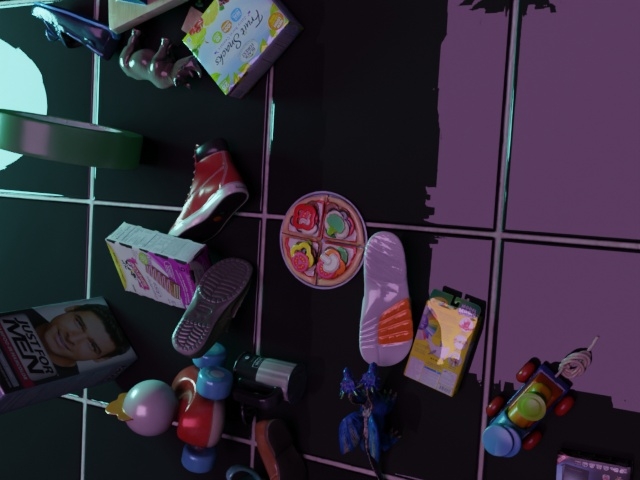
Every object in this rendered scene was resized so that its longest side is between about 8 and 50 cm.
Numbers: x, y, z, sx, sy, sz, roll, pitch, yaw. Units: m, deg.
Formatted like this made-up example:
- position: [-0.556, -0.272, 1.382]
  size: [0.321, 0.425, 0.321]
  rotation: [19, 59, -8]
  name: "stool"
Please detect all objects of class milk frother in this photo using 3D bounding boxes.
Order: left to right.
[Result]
- position: [-0.107, 0.321, 1.510]
  size: [0.135, 0.129, 0.143]
  rotation: [8, 139, 27]
  name: "milk frother"

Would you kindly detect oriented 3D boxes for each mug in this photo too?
- position: [-0.140, 0.549, 1.502]
  size: [0.129, 0.098, 0.157]
  rotation: [56, 151, 39]
  name: "mug"

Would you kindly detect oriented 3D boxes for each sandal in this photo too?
- position: [0.130, 0.109, 1.376]
  size: [0.102, 0.076, 0.265]
  rotation: [3, 101, 10]
  name: "sandal"

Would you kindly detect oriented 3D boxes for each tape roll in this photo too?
- position: [-0.555, -0.223, 1.579]
  size: [0.321, 0.321, 0.077]
  rotation: [15, 99, 26]
  name: "tape roll"

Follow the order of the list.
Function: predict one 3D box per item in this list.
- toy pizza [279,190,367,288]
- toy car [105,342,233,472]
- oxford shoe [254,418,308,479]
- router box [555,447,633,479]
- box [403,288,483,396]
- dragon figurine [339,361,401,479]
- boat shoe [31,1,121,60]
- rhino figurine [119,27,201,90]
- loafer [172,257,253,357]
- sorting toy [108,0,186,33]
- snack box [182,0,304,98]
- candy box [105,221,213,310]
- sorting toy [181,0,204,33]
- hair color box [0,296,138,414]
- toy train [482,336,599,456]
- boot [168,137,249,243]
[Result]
- position: [0.000, 0.000, 1.463]
  size: [0.201, 0.032, 0.201]
  rotation: [1, 93, 27]
  name: "toy pizza"
- position: [-0.323, 0.337, 1.502]
  size: [0.238, 0.210, 0.219]
  rotation: [9, 109, -17]
  name: "toy car"
- position: [-0.084, 0.471, 1.511]
  size: [0.076, 0.076, 0.212]
  rotation: [-12, 95, 48]
  name: "oxford shoe"
- position: [0.467, 0.416, 1.237]
  size: [0.123, 0.038, 0.092]
  rotation: [3, 95, 27]
  name: "router box"
- position: [0.231, 0.187, 1.347]
  size: [0.105, 0.043, 0.179]
  rotation: [22, 105, 25]
  name: "box"
- position: [0.089, 0.365, 1.371]
  size: [0.085, 0.144, 0.288]
  rotation: [3, 94, 28]
  name: "dragon figurine"
- position: [-0.594, -0.497, 1.709]
  size: [0.258, 0.109, 0.089]
  rotation: [27, 108, 26]
  name: "boat shoe"
- position: [-0.352, -0.393, 1.603]
  size: [0.243, 0.073, 0.106]
  rotation: [23, 97, 27]
  name: "rhino figurine"
- position: [-0.224, 0.143, 1.510]
  size: [0.094, 0.087, 0.251]
  rotation: [25, 60, 16]
  name: "loafer"
- position: [-0.386, -0.622, 1.569]
  size: [0.256, 0.089, 0.257]
  rotation: [-15, 72, 27]
  name: "sorting toy"
- position: [-0.163, -0.431, 1.507]
  size: [0.207, 0.070, 0.174]
  rotation: [-44, 73, 23]
  name: "snack box"
- position: [-0.344, 0.062, 1.582]
  size: [0.234, 0.071, 0.159]
  rotation: [14, 134, 27]
  name: "candy box"
- position: [-0.271, -0.491, 1.592]
  size: [0.062, 0.012, 0.083]
  rotation: [39, 112, 26]
  name: "sorting toy"
- position: [-0.607, 0.248, 1.597]
  size: [0.114, 0.374, 0.185]
  rotation: [-41, 74, 24]
  name: "hair color box"
- position: [0.373, 0.260, 1.219]
  size: [0.105, 0.143, 0.248]
  rotation: [42, 110, 19]
  name: "toy train"
- position: [-0.266, -0.107, 1.578]
  size: [0.244, 0.088, 0.176]
  rotation: [-40, 61, 30]
  name: "boot"
